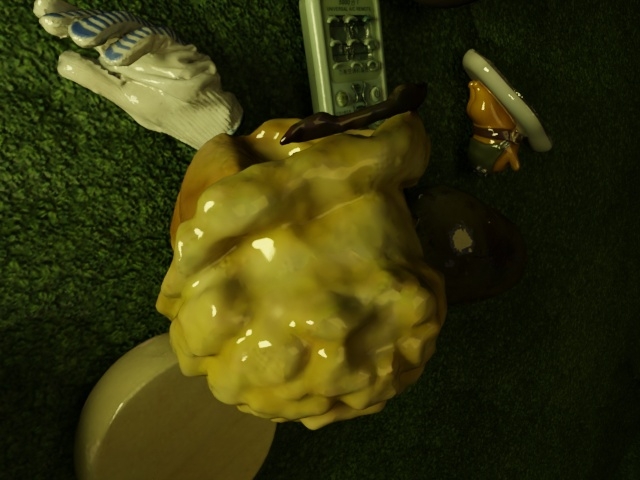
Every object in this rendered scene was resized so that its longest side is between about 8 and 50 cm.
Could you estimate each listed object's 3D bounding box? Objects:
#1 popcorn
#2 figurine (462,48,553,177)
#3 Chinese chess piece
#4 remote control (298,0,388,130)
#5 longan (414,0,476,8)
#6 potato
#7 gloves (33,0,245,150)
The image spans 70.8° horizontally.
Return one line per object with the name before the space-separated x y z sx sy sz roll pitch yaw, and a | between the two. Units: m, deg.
popcorn | 0.000 0.000 0.494 0.349 0.349 0.382 9 120 -38
figurine | 0.313 -0.222 0.867 0.141 0.166 0.250 -42 99 18
Chinese chess piece | -0.175 0.236 0.575 0.250 0.097 0.251 -9 105 -36
remote control | 0.043 -0.194 0.673 0.128 0.065 0.335 -18 110 -31
longan | 0.196 -0.444 0.661 0.220 0.196 0.197 -24 113 -28
potato | 0.249 0.020 0.805 0.307 0.173 0.210 13 89 -35
gloves | -0.186 -0.178 0.489 0.119 0.097 0.229 -34 141 25
